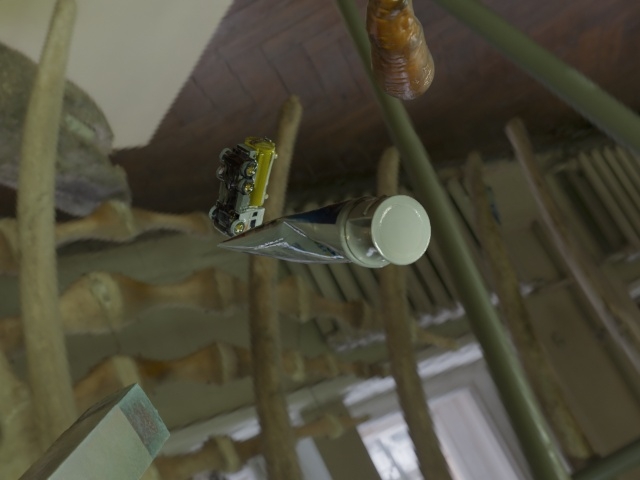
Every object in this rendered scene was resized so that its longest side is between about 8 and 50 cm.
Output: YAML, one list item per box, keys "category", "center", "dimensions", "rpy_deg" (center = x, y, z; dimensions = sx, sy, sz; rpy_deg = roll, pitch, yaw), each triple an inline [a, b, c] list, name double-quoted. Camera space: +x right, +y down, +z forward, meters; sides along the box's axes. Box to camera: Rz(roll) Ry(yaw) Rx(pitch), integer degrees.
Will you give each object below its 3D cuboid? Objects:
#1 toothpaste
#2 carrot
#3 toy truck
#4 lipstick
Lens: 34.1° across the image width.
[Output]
- category: "toothpaste"
  center: [0.000, 0.000, 0.948]
  dimensions: [0.096, 0.061, 0.266]
  rpy_deg: [13, 169, -28]
- category: "carrot"
  center: [0.067, -0.171, 0.907]
  dimensions: [0.059, 0.059, 0.248]
  rpy_deg: [-29, 170, 4]
- category: "toy truck"
  center: [-0.093, -0.066, 1.296]
  dimensions: [0.062, 0.052, 0.123]
  rpy_deg: [-13, 124, -45]
- category: "lipstick"
  center: [-0.244, 0.247, 0.997]
  dimensions: [0.076, 0.080, 0.371]
  rpy_deg: [-28, -172, 14]
